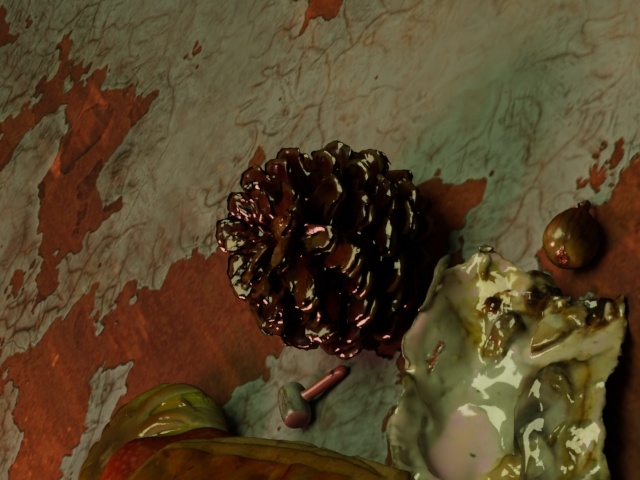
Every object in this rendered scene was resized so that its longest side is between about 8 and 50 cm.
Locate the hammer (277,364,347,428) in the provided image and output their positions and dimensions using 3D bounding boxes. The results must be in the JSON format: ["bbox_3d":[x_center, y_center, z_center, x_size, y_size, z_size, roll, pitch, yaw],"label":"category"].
[{"bbox_3d":[-0.006,0.150,1.894,0.083,0.031,0.052,-36,39,16],"label":"hammer"}]

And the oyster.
[{"bbox_3d":[0.152,0.168,1.589,0.201,0.107,0.354,-1,51,19],"label":"oyster"}]

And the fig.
[{"bbox_3d":[0.225,-0.011,1.683,0.050,0.050,0.083,-30,22,40],"label":"fig"}]

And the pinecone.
[{"bbox_3d":[0.000,0.000,1.842,0.221,0.221,0.221,-36,38,34],"label":"pinecone"}]

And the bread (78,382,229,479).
[{"bbox_3d":[-0.185,0.243,2.001,0.213,0.105,0.213,-40,34,34],"label":"bread"}]

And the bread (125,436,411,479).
[{"bbox_3d":[-0.061,0.301,1.523,0.325,0.167,0.277,4,42,42],"label":"bread"}]

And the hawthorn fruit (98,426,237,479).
[{"bbox_3d":[-0.110,0.296,1.764,0.205,0.205,0.253,-50,42,16],"label":"hawthorn fruit"}]
